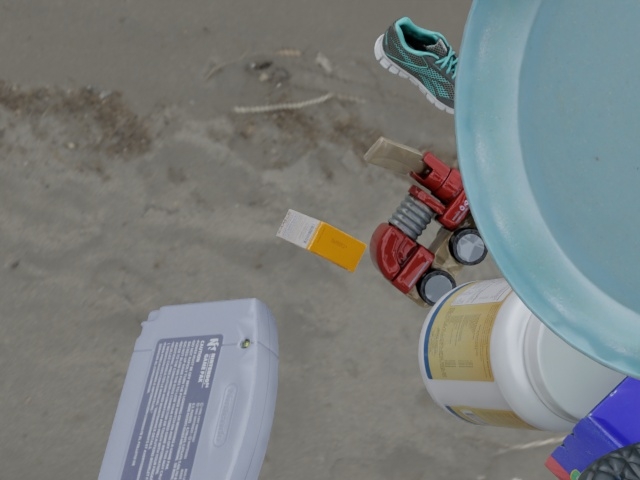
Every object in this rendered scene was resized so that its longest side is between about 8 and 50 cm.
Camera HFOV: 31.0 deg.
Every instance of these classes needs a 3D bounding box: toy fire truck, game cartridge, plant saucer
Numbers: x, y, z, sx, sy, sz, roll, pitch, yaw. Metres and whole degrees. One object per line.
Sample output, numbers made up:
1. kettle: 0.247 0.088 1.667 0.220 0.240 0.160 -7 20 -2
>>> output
1. toy fire truck: 0.142 -0.043 1.756 0.246 0.158 0.217 38 92 -10
2. game cartridge: -0.147 0.208 1.308 0.060 0.196 0.294 42 50 -43
3. plant saucer: 0.209 -0.076 0.642 0.044 0.318 0.317 -5 72 -42

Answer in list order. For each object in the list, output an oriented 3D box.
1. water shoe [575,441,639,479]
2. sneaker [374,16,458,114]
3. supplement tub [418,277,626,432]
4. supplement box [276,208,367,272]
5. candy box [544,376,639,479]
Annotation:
1. water shoe: 0.207 0.125 0.531 0.203 0.080 0.073 -6 33 -8
2. sneaker: 0.142 -0.211 1.392 0.167 0.076 0.065 30 67 5
3. supplement tub: 0.195 0.103 1.068 0.144 0.200 0.144 3 84 -24
4. supplement box: 0.000 0.000 1.262 0.062 0.098 0.036 27 89 -24
5. candy box: 0.383 0.152 0.883 0.317 0.122 0.268 -36 68 -25
